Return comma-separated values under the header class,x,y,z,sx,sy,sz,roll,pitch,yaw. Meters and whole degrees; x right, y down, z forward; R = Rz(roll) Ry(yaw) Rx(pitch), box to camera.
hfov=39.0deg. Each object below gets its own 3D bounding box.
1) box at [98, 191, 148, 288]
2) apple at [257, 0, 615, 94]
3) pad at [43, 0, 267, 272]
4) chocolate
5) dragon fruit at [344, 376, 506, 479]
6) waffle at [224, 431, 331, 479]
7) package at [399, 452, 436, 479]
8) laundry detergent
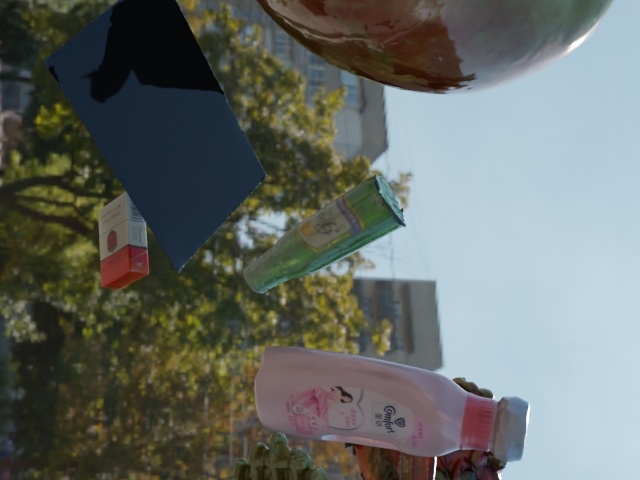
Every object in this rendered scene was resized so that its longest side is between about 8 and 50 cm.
class,x,y,z,sx,sy,sz,roll,pitch,yaw
box,-0.357,0.001,1.631,0.100,0.048,0.152,-27,-115,44
apple,0.074,-0.273,0.708,0.277,0.319,0.319,8,-86,47
pad,-0.220,-0.169,1.308,0.007,0.247,0.367,3,-48,39
chocolate,0.000,0.000,1.555,0.291,0.110,0.110,-30,-138,13
dragon fruit,0.254,0.395,1.837,0.263,0.314,0.296,-41,-113,31
waffle,-0.058,0.514,1.605,0.309,0.056,0.292,43,-63,19
package,0.162,0.393,1.512,0.083,0.022,0.200,-30,-147,33
laundry detergent,0.089,0.212,1.132,0.159,0.335,0.088,85,19,-46
